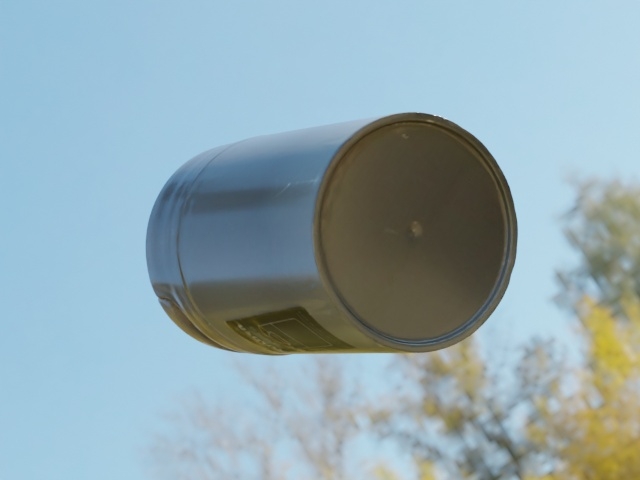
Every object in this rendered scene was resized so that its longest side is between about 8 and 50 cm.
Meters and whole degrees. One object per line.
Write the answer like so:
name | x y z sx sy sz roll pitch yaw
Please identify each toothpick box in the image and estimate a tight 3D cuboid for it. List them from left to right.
toothpick box | 0.000 0.000 0.886 0.111 0.111 0.180 -20 7 -28
